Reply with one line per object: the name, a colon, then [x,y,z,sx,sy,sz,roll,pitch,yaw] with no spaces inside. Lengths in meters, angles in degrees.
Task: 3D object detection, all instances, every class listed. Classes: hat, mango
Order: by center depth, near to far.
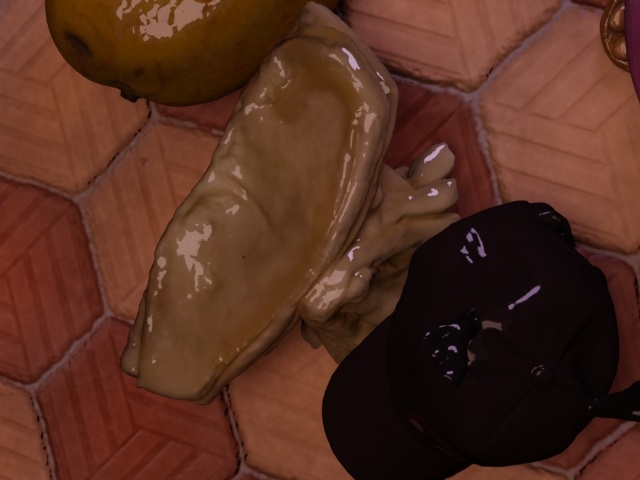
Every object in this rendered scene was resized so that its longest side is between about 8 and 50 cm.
hat: [0.153,0.147,1.649,0.238,0.209,0.336,33,108,-20]
mango: [-0.107,-0.282,1.779,0.365,0.182,0.253,-31,80,9]

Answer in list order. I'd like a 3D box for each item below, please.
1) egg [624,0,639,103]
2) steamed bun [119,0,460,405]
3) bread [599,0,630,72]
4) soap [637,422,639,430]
egg: [0.368,-0.197,1.570,0.196,0.196,0.271,1,120,21]
steamed bun: [0.000,0.000,1.756,0.247,0.189,0.428,36,110,29]
bread: [0.320,-0.207,1.689,0.110,0.024,0.110,2,97,16]
soap: [0.337,0.153,1.710,0.034,0.012,0.089,33,104,16]
